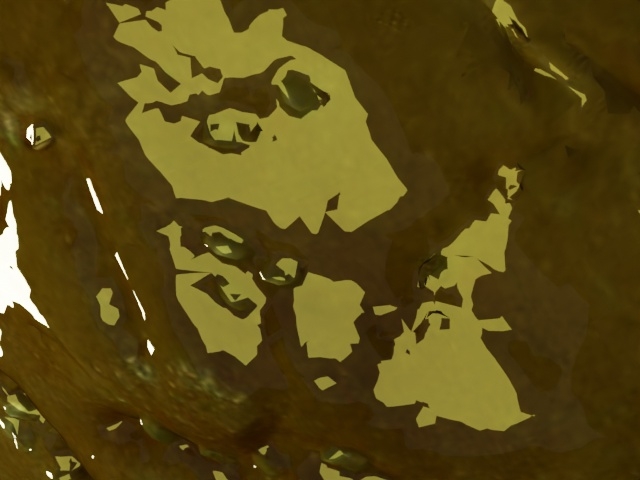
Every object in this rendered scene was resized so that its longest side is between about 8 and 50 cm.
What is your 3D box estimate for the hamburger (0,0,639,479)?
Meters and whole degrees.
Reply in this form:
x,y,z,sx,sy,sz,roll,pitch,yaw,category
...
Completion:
x,y,z,sx,sy,sz,roll,pitch,yaw,category
-0.002,0.000,0.409,0.285,0.134,0.265,45,151,-16,hamburger
